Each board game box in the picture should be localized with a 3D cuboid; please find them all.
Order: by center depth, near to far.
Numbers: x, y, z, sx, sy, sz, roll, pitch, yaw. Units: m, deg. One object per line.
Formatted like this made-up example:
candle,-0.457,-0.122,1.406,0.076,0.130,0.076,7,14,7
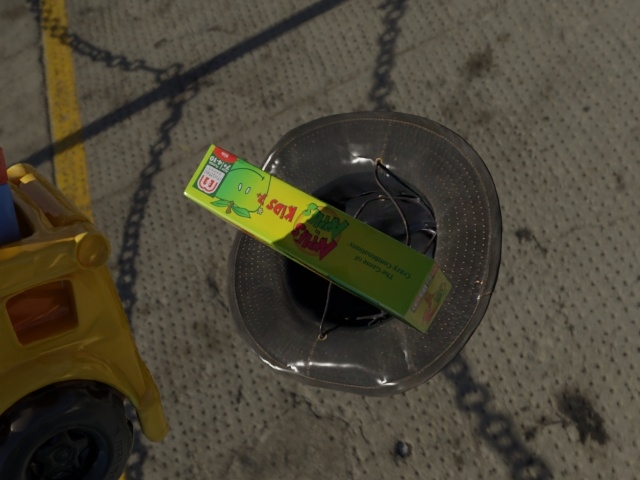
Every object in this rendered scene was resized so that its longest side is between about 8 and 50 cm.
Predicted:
board game box,0.000,0.000,0.578,0.181,0.092,0.043,28,87,20

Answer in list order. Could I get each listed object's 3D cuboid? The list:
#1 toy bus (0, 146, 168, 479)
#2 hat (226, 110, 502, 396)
toy bus,-0.205,0.042,0.390,0.220,0.212,0.149,-23,37,-28
hat,0.061,0.016,0.879,0.331,0.134,0.332,-9,74,32
